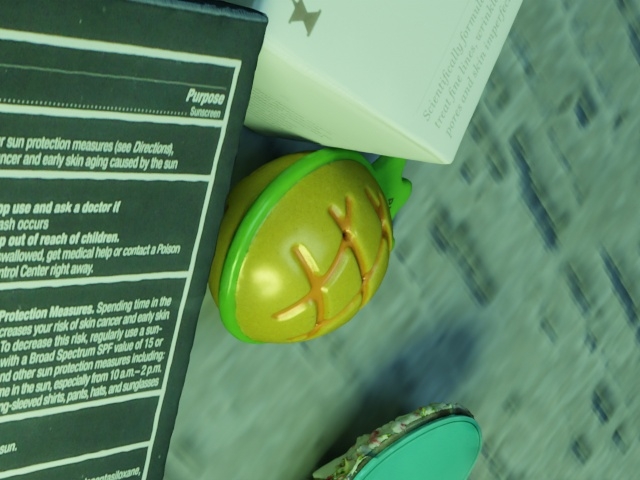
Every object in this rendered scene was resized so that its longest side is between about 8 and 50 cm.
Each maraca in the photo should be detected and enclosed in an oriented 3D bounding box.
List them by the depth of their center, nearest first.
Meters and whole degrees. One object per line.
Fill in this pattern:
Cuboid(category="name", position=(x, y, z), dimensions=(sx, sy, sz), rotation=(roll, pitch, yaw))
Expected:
Cuboid(category="maraca", position=(0.000, 0.000, 0.832), dimensions=(0.185, 0.099, 0.127), rotation=(-18, 133, -54))

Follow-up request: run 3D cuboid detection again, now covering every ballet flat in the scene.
Cuboid(category="ballet flat", position=(0.007, 0.188, 0.885), dimensions=(0.241, 0.077, 0.091), rotation=(-45, 124, -24))

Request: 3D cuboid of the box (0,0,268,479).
Cuboid(category="box", position=(-0.203, 0.014, 0.565), dimensions=(0.296, 0.182, 0.294), rotation=(-1, 109, -54))

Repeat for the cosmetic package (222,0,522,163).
Cuboid(category="cosmetic package", position=(-0.006, -0.146, 0.740), dimensions=(0.151, 0.183, 0.151), rotation=(29, 82, -37))
